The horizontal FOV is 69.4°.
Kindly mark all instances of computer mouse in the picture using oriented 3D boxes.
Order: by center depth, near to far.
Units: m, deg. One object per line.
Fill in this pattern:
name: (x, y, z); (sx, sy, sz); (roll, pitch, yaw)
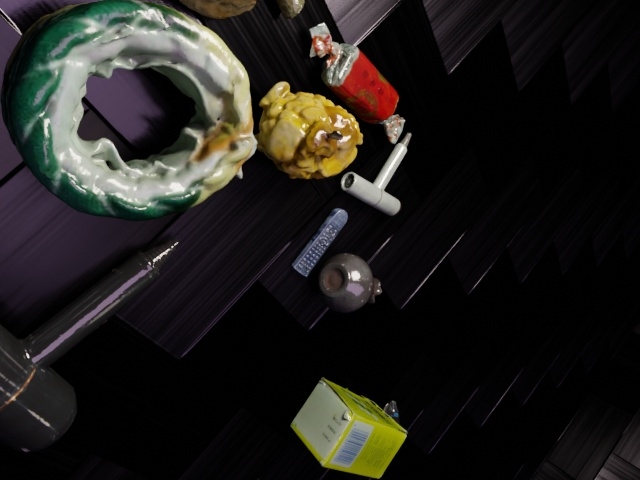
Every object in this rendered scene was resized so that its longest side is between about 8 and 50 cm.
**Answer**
computer mouse: (0.178, 0.497, 1.252); (0.079, 0.047, 0.135); (-5, 101, -49)

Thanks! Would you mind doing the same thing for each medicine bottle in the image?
medicine bottle: (0.072, 0.448, 1.089); (0.250, 0.137, 0.141); (39, 82, -41)

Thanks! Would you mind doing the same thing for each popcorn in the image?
popcorn: (-0.027, -0.168, 0.760); (0.194, 0.163, 0.140); (-37, 156, -60)

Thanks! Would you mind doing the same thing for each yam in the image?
yam: (-0.058, -0.392, 0.702); (0.043, 0.043, 0.094); (-44, 130, -15)

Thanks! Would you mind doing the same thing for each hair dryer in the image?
hair dryer: (-0.336, 0.125, 0.672); (0.352, 0.107, 0.189); (-41, 131, -24)
hair dryer: (0.132, -0.159, 0.954); (0.154, 0.044, 0.183); (22, 89, -42)

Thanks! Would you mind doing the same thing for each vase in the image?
vase: (0.072, 0.095, 0.967); (0.182, 0.120, 0.120); (23, 93, -55)

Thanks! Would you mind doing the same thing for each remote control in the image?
remote control: (0.001, 0.001, 0.922); (0.153, 0.027, 0.043); (-54, 137, -5)

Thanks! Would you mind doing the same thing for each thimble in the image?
thimble: (-0.228, -0.157, 0.585); (0.288, 0.167, 0.255); (3, 107, -38)

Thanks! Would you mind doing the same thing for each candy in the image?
candy: (0.075, -0.277, 0.842); (0.292, 0.059, 0.086); (30, 87, -42)

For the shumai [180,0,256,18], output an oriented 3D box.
shumai: (-0.113, -0.376, 0.584); (0.201, 0.120, 0.202); (-19, 137, -19)
